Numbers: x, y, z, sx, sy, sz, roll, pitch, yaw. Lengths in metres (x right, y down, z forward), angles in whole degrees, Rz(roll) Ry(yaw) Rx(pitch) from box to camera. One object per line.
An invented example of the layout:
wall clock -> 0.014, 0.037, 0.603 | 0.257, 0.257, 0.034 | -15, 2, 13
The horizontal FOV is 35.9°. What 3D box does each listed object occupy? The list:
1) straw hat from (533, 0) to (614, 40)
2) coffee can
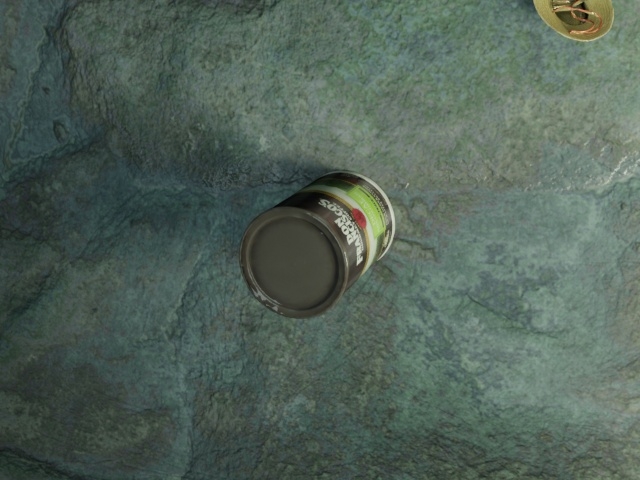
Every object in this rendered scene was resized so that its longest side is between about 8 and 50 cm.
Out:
straw hat -> 0.405, -0.374, 1.625 | 0.144, 0.144, 0.061 | 39, 160, 6
coffee can -> 0.000, 0.000, 1.798 | 0.202, 0.275, 0.201 | 7, 110, 20
